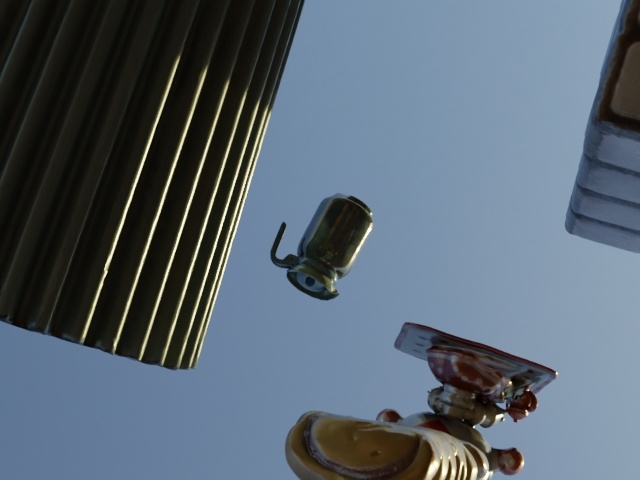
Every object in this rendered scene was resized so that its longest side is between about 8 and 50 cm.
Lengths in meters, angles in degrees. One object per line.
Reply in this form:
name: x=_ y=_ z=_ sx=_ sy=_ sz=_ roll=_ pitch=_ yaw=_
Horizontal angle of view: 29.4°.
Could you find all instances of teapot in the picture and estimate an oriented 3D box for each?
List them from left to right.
teapot: x=0.003 y=0.000 z=0.987 sx=0.063 sy=0.049 sz=0.083 roll=38 pitch=-114 yaw=-20

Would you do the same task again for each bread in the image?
bread: x=0.061 y=0.200 z=1.066 sx=0.225 sy=0.134 sz=0.081 roll=32 pitch=-115 yaw=-62

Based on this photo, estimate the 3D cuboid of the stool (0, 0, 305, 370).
stool: x=-0.166 y=-0.115 z=0.834 sx=0.297 sy=0.297 sz=0.330 roll=21 pitch=-92 yaw=-23

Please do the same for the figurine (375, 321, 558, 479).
figurine: x=0.143 y=0.237 z=1.393 sx=0.183 sy=0.160 sz=0.226 roll=18 pitch=-107 yaw=3

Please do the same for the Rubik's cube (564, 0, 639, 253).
Rubik's cube: x=0.437 y=-0.154 z=1.120 sx=0.343 sy=0.344 sz=0.337 roll=16 pitch=-102 yaw=11
